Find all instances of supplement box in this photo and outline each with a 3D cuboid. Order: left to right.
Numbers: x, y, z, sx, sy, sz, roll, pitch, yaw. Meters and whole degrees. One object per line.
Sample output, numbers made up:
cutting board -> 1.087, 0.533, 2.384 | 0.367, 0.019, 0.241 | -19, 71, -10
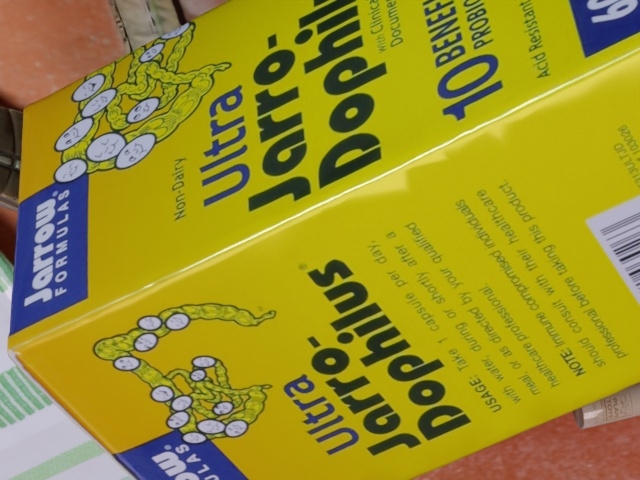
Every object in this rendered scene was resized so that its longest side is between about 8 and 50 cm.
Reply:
supplement box -> 0.046, -0.024, 0.928 | 0.356, 0.194, 0.195 | -26, 129, 16

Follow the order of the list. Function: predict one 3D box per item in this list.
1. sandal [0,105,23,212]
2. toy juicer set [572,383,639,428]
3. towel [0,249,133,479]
sandal -> -0.211, -0.062, 1.030 | 0.049, 0.072, 0.180 | -8, 151, 43
toy juicer set -> 0.205, 0.054, 1.134 | 0.209, 0.089, 0.329 | -26, 139, 8
towel -> -0.253, 0.102, 1.164 | 0.248, 0.038, 0.325 | -27, 114, 26
